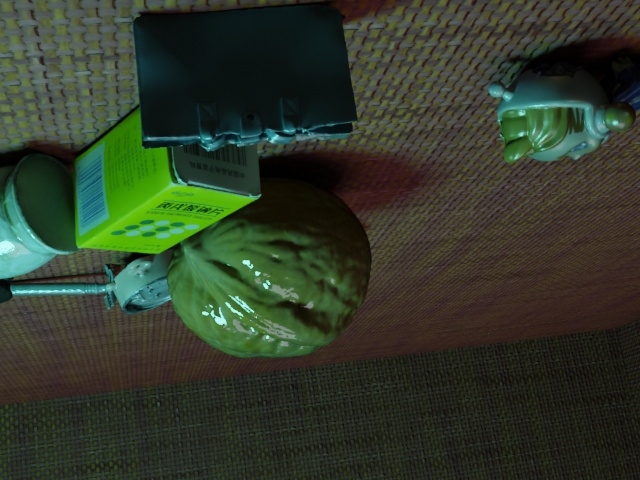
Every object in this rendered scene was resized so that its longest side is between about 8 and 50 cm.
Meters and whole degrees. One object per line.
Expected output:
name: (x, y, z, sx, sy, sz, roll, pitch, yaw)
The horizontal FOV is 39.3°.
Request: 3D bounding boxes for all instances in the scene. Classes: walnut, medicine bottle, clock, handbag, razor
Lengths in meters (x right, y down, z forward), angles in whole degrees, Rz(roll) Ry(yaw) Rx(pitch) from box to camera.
walnut: (-0.083, 0.042, 1.407, 0.333, 0.333, 0.333, -8, 164, -2)
medicine bottle: (-0.205, -0.083, 1.158, 0.137, 0.141, 0.250, 10, 156, -41)
clock: (-0.320, 0.083, 1.716, 0.155, 0.063, 0.229, -29, 163, -6)
handbag: (-0.079, -0.166, 0.931, 0.221, 0.144, 0.057, -5, 162, -9)
medicine bottle: (-0.405, -0.032, 1.209, 0.143, 0.147, 0.147, -20, 161, 22)
razor: (-0.518, 0.092, 1.753, 0.232, 0.068, 0.106, 1, 161, -10)

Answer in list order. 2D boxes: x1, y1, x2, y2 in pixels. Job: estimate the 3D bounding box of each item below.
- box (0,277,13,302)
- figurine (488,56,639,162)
box: (-0.725, 0.063, 1.463, 0.350, 0.091, 0.359, -12, 163, 6)
figurine: (0.359, -0.181, 1.171, 0.274, 0.133, 0.194, -16, -173, 3)
